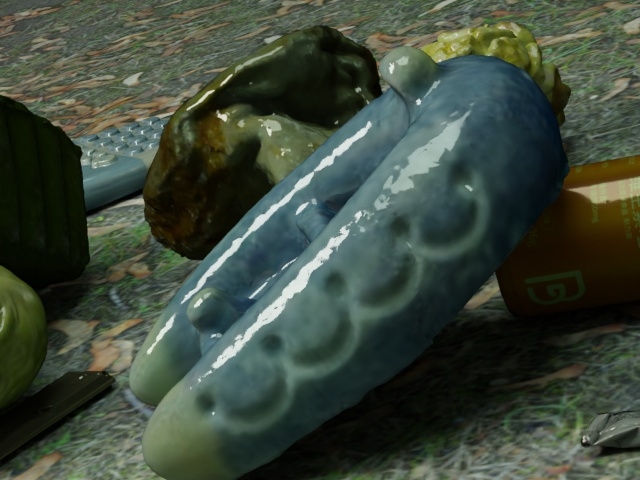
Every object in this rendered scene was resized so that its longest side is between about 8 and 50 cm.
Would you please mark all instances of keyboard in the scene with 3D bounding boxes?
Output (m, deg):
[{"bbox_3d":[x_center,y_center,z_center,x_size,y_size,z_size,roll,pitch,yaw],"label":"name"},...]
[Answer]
[{"bbox_3d":[-0.201,0.124,1.206,0.049,0.015,0.129,-6,21,42],"label":"keyboard"}]

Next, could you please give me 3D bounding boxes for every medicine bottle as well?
[{"bbox_3d":[0.210,-0.008,1.128,0.192,0.096,0.096,-9,20,17],"label":"medicine bottle"}]

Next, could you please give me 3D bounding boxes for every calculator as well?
[{"bbox_3d":[-0.247,-0.066,1.744,0.303,0.042,0.188,-24,21,-25],"label":"calculator"}]

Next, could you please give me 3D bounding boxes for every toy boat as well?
[{"bbox_3d":[0.000,0.000,1.082,0.330,0.123,0.215,-39,17,5],"label":"toy boat"}]

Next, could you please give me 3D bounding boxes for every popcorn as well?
[{"bbox_3d":[0.129,-0.118,1.451,0.136,0.141,0.162,3,65,38],"label":"popcorn"}]

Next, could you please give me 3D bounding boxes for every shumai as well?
[{"bbox_3d":[-0.005,-0.025,1.334,0.222,0.203,0.272,-42,-11,7],"label":"shumai"}]

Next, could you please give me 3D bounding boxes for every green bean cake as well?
[{"bbox_3d":[-0.337,-0.027,1.401,0.247,0.156,0.250,-13,-10,18],"label":"green bean cake"}]

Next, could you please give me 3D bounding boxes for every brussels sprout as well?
[{"bbox_3d":[-0.264,0.069,1.205,0.145,0.131,0.183,-35,4,-37],"label":"brussels sprout"}]

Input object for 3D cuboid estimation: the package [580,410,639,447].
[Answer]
[{"bbox_3d":[0.198,0.101,0.947,0.110,0.015,0.037,-7,21,29],"label":"package"}]
